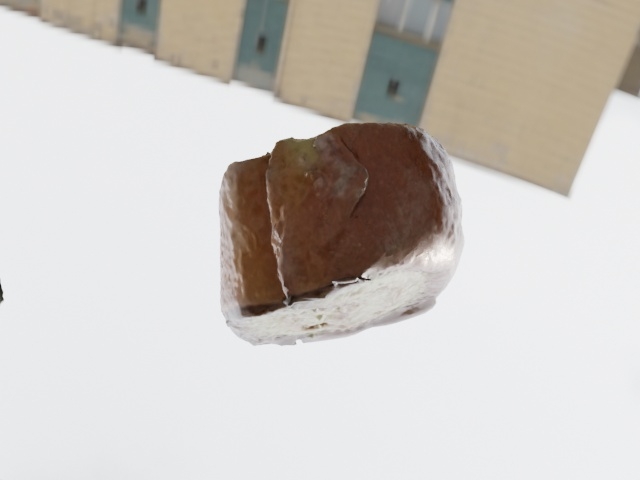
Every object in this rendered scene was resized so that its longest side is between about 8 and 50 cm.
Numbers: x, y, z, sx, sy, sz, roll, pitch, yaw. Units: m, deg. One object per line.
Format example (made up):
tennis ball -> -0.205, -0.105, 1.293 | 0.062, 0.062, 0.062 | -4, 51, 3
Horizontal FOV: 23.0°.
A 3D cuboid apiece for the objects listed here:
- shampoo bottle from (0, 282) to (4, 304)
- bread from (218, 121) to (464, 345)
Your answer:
shampoo bottle -> -0.279, 0.022, 0.941 | 0.227, 0.086, 0.056 | -5, -139, 47
bread -> 0.012, -0.003, 1.143 | 0.190, 0.244, 0.123 | -13, -100, 0
